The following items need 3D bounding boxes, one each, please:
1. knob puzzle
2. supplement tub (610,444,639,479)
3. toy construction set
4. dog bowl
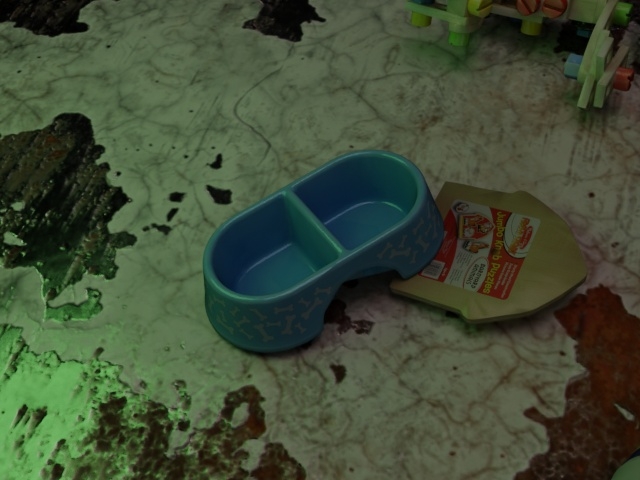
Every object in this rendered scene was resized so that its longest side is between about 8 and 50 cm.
[{"bbox_3d":[0.201,0.021,0.953,0.213,0.030,0.213,-6,49,7],"label":"knob puzzle"},{"bbox_3d":[0.418,0.180,0.688,0.331,0.241,0.241,-39,59,-23],"label":"supplement tub"},{"bbox_3d":[0.284,-0.307,1.136,0.327,0.151,0.215,32,36,17],"label":"toy construction set"},{"bbox_3d":[0.000,0.000,0.946,0.297,0.074,0.166,-30,51,-15],"label":"dog bowl"}]
